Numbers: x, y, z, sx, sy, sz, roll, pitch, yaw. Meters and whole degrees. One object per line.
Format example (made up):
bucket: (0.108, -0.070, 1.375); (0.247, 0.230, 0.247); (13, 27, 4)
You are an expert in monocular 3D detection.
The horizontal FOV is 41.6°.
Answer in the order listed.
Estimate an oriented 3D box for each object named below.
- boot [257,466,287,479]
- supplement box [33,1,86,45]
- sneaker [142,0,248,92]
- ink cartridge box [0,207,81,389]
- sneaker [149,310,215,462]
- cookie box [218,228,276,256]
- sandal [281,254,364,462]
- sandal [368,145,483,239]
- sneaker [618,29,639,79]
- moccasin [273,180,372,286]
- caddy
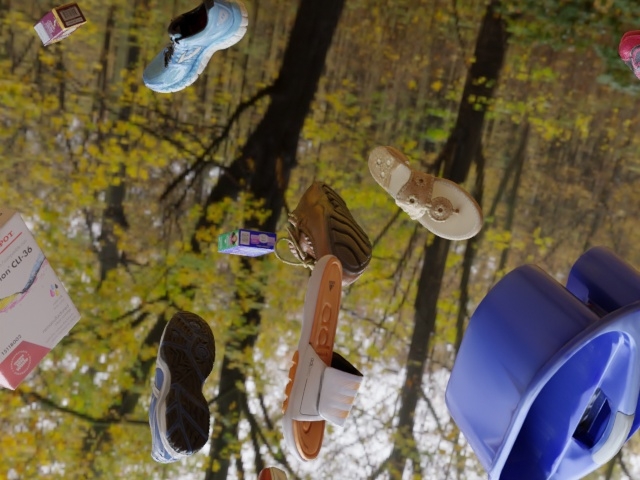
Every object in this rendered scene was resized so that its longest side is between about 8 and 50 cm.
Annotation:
boot: (-0.140, 0.406, 1.184); (0.176, 0.088, 0.244); (11, -148, -1)
supplement box: (-0.481, -0.400, 1.557); (0.083, 0.043, 0.055); (-17, -164, 44)
sneaker: (-0.165, -0.242, 1.012); (0.073, 0.162, 0.063); (11, -130, -52)
ink cartridge box: (-0.347, 0.044, 0.877); (0.067, 0.198, 0.115); (8, -135, 31)
sneaker: (-0.187, 0.184, 1.082); (0.080, 0.081, 0.211); (24, -135, -25)
cookie box: (-0.157, 0.005, 1.800); (0.091, 0.040, 0.107); (8, 168, -31)
sandal: (0.014, 0.152, 1.060); (0.076, 0.265, 0.102); (7, 177, 26)
sandal: (0.135, -0.071, 1.290); (0.079, 0.088, 0.240); (-6, -144, -40)
sneaker: (0.424, -0.277, 0.839); (0.112, 0.299, 0.121); (33, -157, 5)
moccasin: (-0.002, -0.002, 1.624); (0.139, 0.147, 0.380); (40, -171, -25)
caddy: (0.296, 0.173, 0.998); (0.241, 0.341, 0.179); (-13, -136, -25)
